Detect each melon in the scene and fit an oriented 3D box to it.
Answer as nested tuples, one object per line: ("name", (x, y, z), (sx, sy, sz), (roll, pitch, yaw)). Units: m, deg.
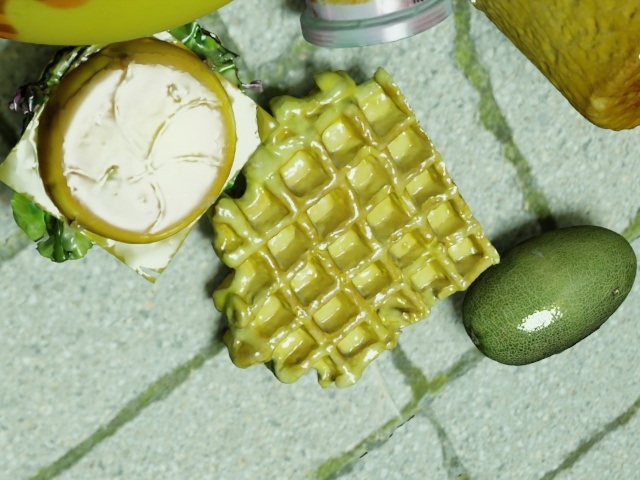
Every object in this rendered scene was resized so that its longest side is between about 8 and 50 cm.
("melon", (0.190, 0.041, 1.132), (0.162, 0.099, 0.099), (-29, 121, -17))

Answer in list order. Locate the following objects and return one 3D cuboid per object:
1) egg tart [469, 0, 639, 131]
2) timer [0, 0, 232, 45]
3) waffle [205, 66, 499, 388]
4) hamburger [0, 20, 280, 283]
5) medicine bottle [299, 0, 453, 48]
("egg tart", (0.224, -0.189, 0.986), (0.215, 0.171, 0.215), (-25, 159, -10))
("timer", (-0.108, -0.257, 0.673), (0.376, 0.387, 0.376), (-13, 118, -25))
("waffle", (0.000, 0.000, 1.034), (0.219, 0.057, 0.229), (-41, 123, -9))
("hamburger", (-0.129, -0.070, 0.912), (0.189, 0.093, 0.164), (-44, 122, -9))
("medicine bottle", (-0.003, -0.339, 0.870), (0.108, 0.108, 0.426), (-23, 118, -20))
